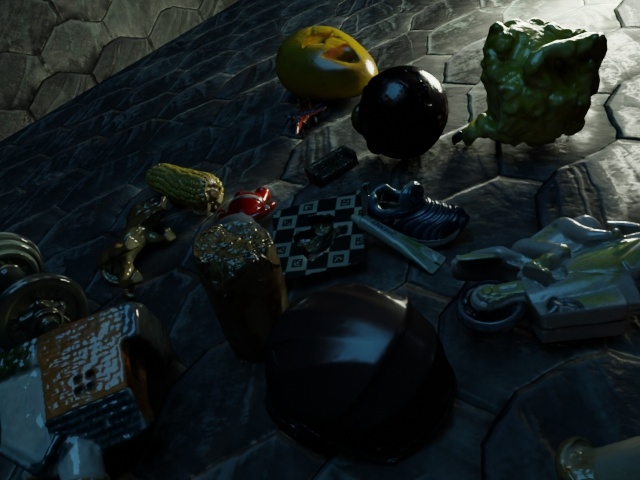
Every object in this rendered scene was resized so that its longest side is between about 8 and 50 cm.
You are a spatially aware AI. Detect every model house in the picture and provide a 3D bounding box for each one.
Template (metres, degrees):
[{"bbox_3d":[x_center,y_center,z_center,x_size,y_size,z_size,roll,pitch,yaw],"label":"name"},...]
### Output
[{"bbox_3d":[-0.345,0.282,0.821,0.271,0.190,0.301,-21,52,-6],"label":"model house"}]

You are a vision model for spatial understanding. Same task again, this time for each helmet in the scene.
[{"bbox_3d":[0.028,0.157,0.758,0.305,0.177,0.225,5,46,29],"label":"helmet"}]

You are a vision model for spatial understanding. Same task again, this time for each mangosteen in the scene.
[{"bbox_3d":[0.162,-0.284,1.238,0.211,0.211,0.250,-43,30,-27],"label":"mangosteen"}]

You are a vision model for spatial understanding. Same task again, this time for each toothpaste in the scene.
[{"bbox_3d":[0.134,-0.001,0.994,0.197,0.029,0.048,32,57,29],"label":"toothpaste"}]

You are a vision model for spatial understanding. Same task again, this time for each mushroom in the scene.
[{"bbox_3d":[0.353,0.244,0.553,0.212,0.088,0.097,-10,69,28],"label":"mushroom"}]

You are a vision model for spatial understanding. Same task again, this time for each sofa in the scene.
[{"bbox_3d":[0.026,-0.176,1.290,0.118,0.039,0.060,-33,38,-15],"label":"sofa"}]

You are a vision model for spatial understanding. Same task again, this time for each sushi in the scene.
[{"bbox_3d":[0.000,0.000,1.079,0.193,0.040,0.210,-13,42,9],"label":"sushi"}]

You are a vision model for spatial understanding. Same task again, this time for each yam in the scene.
[{"bbox_3d":[-0.116,0.081,0.883,0.128,0.238,0.129,-24,43,-14],"label":"yam"}]

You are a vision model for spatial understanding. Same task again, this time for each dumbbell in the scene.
[{"bbox_3d":[-0.628,0.105,1.147,0.179,0.179,0.406,-41,40,-24],"label":"dumbbell"}]

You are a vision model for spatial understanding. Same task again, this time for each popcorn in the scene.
[{"bbox_3d":[0.425,-0.312,1.093,0.237,0.293,0.293,28,56,24],"label":"popcorn"}]

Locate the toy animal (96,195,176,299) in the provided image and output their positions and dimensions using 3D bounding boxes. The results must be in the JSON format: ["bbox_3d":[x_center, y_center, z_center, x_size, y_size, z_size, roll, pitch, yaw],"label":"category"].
[{"bbox_3d":[-0.431,0.002,1.267,0.157,0.097,0.312,-12,38,33],"label":"toy animal"}]

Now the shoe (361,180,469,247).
[{"bbox_3d":[0.170,-0.055,1.012,0.207,0.106,0.091,14,51,31],"label":"shoe"}]

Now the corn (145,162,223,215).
[{"bbox_3d":[-0.346,-0.136,1.386,0.293,0.106,0.106,19,52,45],"label":"corn"}]

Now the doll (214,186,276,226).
[{"bbox_3d":[-0.175,-0.041,1.193,0.142,0.076,0.245,-11,34,15],"label":"doll"}]

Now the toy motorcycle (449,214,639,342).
[{"bbox_3d":[0.362,0.044,0.788,0.341,0.108,0.223,-8,38,15],"label":"toy motorcycle"}]

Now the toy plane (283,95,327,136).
[{"bbox_3d":[-0.048,-0.329,1.505,0.130,0.061,0.189,-8,43,17],"label":"toy plane"}]

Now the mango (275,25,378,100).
[{"bbox_3d":[0.019,-0.511,1.620,0.253,0.182,0.365,-37,50,-23],"label":"mango"}]
